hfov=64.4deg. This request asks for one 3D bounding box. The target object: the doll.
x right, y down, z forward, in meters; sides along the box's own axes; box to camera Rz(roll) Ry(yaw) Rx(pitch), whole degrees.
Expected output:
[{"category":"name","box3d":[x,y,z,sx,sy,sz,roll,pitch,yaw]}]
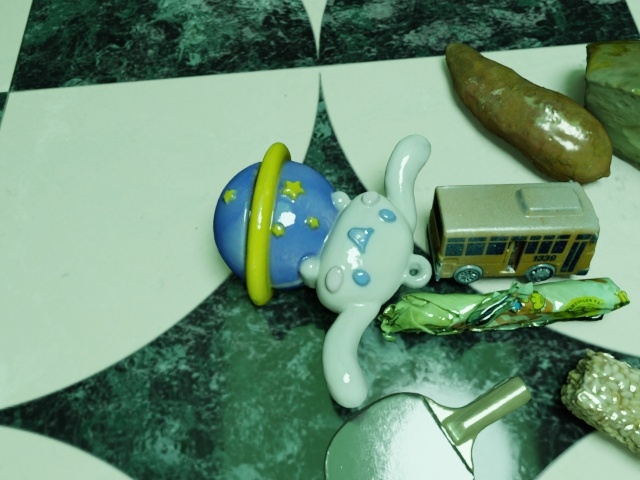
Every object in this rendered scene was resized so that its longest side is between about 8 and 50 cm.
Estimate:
[{"category":"doll","box3d":[-0.007,0.029,0.585,0.242,0.160,0.311,8,67,-8]}]

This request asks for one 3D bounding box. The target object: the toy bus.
[{"category":"toy bus","box3d":[0.224,-0.014,0.596,0.181,0.103,0.091,-1,48,3]}]

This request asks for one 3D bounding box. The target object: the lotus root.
[{"category":"lotus root","box3d":[0.470,-0.165,0.621,0.313,0.142,0.210,26,70,22]}]

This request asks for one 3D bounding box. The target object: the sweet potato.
[{"category":"sweet potato","box3d":[0.266,-0.180,0.686,0.097,0.097,0.292,-38,68,-13]}]

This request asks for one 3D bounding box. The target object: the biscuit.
[{"category":"biscuit","box3d":[0.338,0.187,0.526,0.168,0.070,0.082,30,75,14]}]

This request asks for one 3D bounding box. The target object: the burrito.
[{"category":"burrito","box3d":[0.209,0.073,0.567,0.287,0.104,0.054,-5,75,2]}]

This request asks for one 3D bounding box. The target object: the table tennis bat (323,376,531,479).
[{"category":"table tennis bat","box3d":[0.120,0.221,0.552,0.246,0.022,0.138,-29,67,-8]}]
